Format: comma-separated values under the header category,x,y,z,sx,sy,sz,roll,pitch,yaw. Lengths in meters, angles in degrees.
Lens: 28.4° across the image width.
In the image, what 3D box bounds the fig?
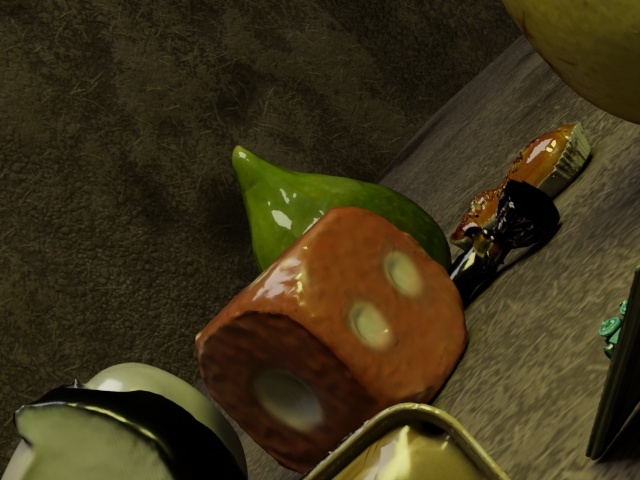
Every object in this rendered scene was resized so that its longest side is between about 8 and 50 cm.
category,x,y,z,sx,sy,sz,roll,pitch,yaw
fig,0.000,0.000,1.376,0.206,0.275,0.206,-44,5,5

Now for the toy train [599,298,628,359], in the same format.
category,x,y,z,sx,sy,sz,roll,pitch,yaw
toy train,0.200,0.035,0.731,0.092,0.029,0.045,-45,11,-6

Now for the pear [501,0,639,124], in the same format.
category,x,y,z,sx,sy,sz,roll,pitch,yaw
pear,0.269,-0.236,0.918,0.309,0.309,0.309,-45,4,4

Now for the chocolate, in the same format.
category,x,y,z,sx,sy,sz,roll,pitch,yaw
chocolate,0.159,0.007,1.211,0.072,0.070,0.147,-5,-30,-50

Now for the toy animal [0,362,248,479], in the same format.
category,x,y,z,sx,sy,sz,roll,pitch,yaw
toy animal,-0.168,0.244,1.123,0.251,0.251,0.310,-45,-7,3

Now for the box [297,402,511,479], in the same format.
category,x,y,z,sx,sy,sz,roll,pitch,yaw
box,0.028,0.167,0.663,0.177,0.111,0.111,-45,4,14

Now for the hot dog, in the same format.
category,x,y,z,sx,sy,sz,roll,pitch,yaw
hot dog,0.211,-0.054,1.348,0.191,0.059,0.108,-46,-1,29

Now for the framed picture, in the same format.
category,x,y,z,sx,sy,sz,roll,pitch,yaw
framed picture,0.181,0.002,0.589,0.173,0.010,0.231,-51,-22,-19

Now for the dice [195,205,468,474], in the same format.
category,x,y,z,sx,sy,sz,roll,pitch,yaw
dice,0.014,0.086,1.113,0.174,0.175,0.179,-42,2,45
